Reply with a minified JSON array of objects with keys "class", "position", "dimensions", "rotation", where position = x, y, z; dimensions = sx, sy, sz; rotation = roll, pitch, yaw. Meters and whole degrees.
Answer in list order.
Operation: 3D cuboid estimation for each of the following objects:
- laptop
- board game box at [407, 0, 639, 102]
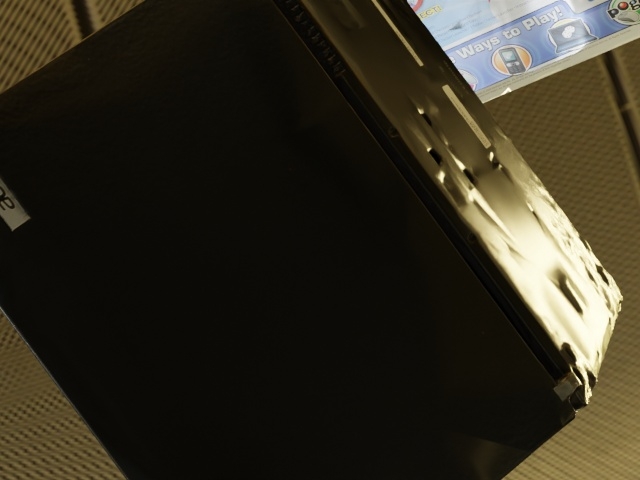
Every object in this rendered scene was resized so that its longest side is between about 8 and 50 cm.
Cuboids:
[{"class":"laptop","position":[0.000,0.000,0.616],"dimensions":[0.136,0.264,0.234],"rotation":[-36,-89,21]},{"class":"board game box","position":[0.142,-0.271,1.140],"dimensions":[0.302,0.308,0.086],"rotation":[47,-143,-33]}]
